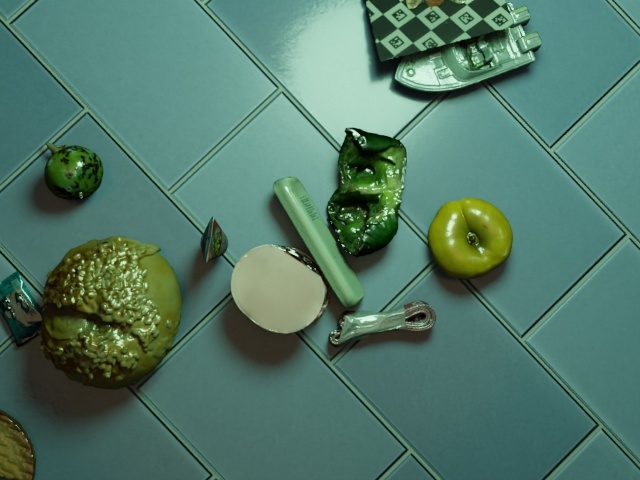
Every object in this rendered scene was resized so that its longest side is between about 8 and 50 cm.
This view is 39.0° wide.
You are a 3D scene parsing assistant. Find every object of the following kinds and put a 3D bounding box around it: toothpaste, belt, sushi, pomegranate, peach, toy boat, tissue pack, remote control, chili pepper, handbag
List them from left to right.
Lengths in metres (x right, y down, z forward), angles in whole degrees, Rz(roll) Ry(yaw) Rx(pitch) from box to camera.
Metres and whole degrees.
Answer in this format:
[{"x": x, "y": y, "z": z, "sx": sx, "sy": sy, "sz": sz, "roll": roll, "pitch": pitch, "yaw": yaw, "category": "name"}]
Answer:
[{"x": -0.630, "y": 0.143, "z": 1.883, "sx": 0.085, "sy": 0.028, "sz": 0.138, "roll": -33, "pitch": 92, "yaw": -5, "category": "tissue pack"}, {"x": -0.517, "y": -0.152, "z": 1.869, "sx": 0.122, "sy": 0.122, "sz": 0.161, "roll": -35, "pitch": 62, "yaw": -4, "category": "pomegranate"}, {"x": -0.217, "y": 0.003, "z": 1.807, "sx": 0.057, "sy": 0.234, "sz": 0.089, "roll": 8, "pitch": 87, "yaw": -2, "category": "toothpaste"}, {"x": -0.081, "y": 0.099, "z": 1.869, "sx": 0.205, "sy": 0.116, "sz": 0.179, "roll": 34, "pitch": 85, "yaw": 0, "category": "handbag"}, {"x": 0.000, "y": 0.000, "z": 1.894, "sx": 0.038, "sy": 0.090, "sz": 0.310, "roll": -31, "pitch": 90, "yaw": 25, "category": "remote control"}, {"x": 0.097, "y": -0.095, "z": 1.902, "sx": 0.148, "sy": 0.116, "sz": 0.265, "roll": 5, "pitch": 87, "yaw": -14, "category": "chili pepper"}, {"x": 0.128, "y": 0.172, "z": 1.908, "sx": 0.232, "sy": 0.053, "sz": 0.071, "roll": -12, "pitch": 95, "yaw": -4, "category": "belt"}, {"x": 0.240, "y": -0.507, "z": 1.939, "sx": 0.289, "sy": 0.050, "sz": 0.264, "roll": -13, "pitch": 65, "yaw": 0, "category": "sushi"}, {"x": 0.305, "y": -0.398, "z": 1.929, "sx": 0.319, "sy": 0.092, "sz": 0.141, "roll": -21, "pitch": 83, "yaw": -3, "category": "toy boat"}, {"x": 0.314, "y": -0.006, "z": 1.903, "sx": 0.179, "sy": 0.103, "sz": 0.179, "roll": 0, "pitch": 84, "yaw": -2, "category": "peach"}]

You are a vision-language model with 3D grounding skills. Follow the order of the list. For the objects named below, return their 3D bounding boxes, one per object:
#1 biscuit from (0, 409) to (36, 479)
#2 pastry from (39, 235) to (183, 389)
[{"x": -0.690, "y": 0.433, "z": 1.860, "sx": 0.176, "sy": 0.031, "sz": 0.228, "roll": -43, "pitch": 91, "yaw": -4, "category": "biscuit"}, {"x": -0.424, "y": 0.143, "z": 1.814, "sx": 0.284, "sy": 0.184, "sz": 0.316, "roll": 17, "pitch": 86, "yaw": -3, "category": "pastry"}]
